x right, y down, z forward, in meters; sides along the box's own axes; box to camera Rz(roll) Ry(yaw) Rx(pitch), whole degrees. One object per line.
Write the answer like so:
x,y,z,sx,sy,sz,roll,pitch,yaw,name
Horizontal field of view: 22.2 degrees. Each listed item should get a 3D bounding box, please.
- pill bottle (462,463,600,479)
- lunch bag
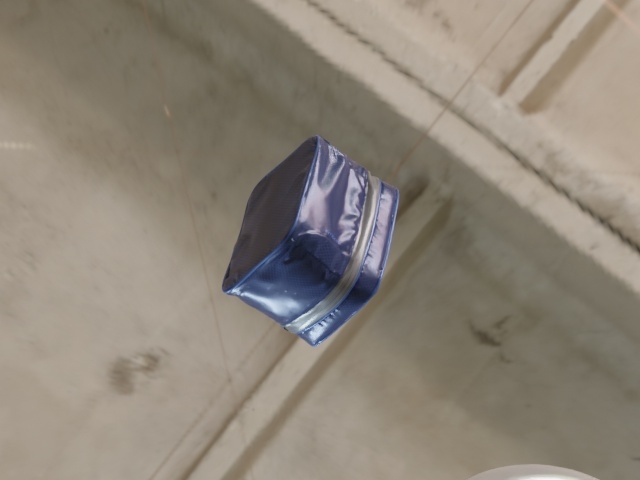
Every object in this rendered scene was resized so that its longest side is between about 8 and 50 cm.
0.027,0.120,0.429,0.087,0.160,0.087,9,-115,-19,pill bottle
0.000,0.000,0.824,0.065,0.067,0.098,35,-138,-19,lunch bag
